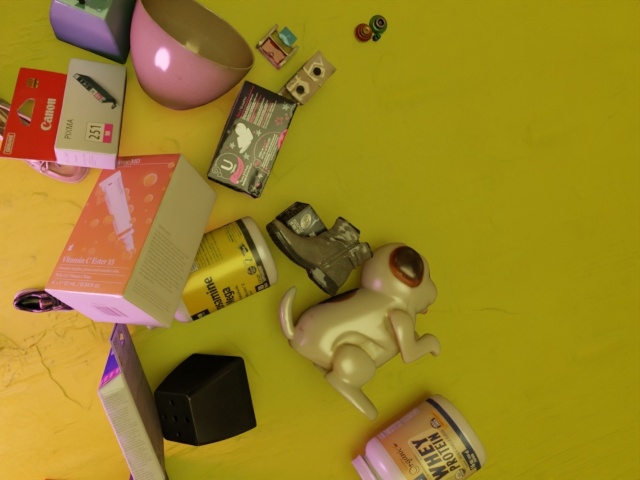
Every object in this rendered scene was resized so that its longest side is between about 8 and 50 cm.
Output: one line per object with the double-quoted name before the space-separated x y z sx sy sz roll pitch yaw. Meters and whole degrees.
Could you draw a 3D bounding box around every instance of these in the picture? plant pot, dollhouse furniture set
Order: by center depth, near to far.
"plant pot" -0.503 -0.523 1.246 0.165 0.234 0.166 18 91 -15
"plant pot" -0.322 -0.419 1.309 0.284 0.284 0.191 31 122 -15
"plant pot" -0.293 0.397 1.371 0.167 0.187 0.188 -19 101 -54
"dollhouse furniture set" -0.082 -0.441 1.415 0.183 0.129 0.129 43 84 -15

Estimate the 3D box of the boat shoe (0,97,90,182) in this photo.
"boat shoe" -0.675 -0.231 1.300 0.285 0.089 0.105 34 86 -14

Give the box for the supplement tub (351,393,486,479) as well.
"supplement tub" 0.268 0.602 1.545 0.316 0.228 0.228 -33 102 -10

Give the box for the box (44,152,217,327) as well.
"box" -0.403 -0.003 1.239 0.215 0.168 0.345 1 60 23

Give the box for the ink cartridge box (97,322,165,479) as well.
"ink cartridge box" -0.443 0.348 1.290 0.071 0.324 0.330 -21 99 -14

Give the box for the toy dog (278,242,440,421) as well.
"toy dog" 0.131 0.190 1.480 0.395 0.284 0.408 42 82 4

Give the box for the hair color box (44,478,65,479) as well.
"hair color box" -0.670 0.677 1.405 0.072 0.043 0.141 11 91 -15

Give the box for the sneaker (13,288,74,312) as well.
"sneaker" -0.645 0.148 1.348 0.178 0.077 0.072 -9 98 -14

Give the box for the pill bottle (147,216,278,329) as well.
"pill bottle" -0.287 0.086 1.378 0.334 0.188 0.188 -24 100 -11

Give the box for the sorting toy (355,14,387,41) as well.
"sorting toy" 0.144 -0.569 1.507 0.102 0.042 0.061 -34 102 -10

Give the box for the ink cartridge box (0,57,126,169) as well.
"ink cartridge box" -0.571 -0.296 1.263 0.238 0.060 0.275 4 59 -18

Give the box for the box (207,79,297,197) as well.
"box" -0.176 -0.244 1.391 0.142 0.163 0.247 23 89 -12

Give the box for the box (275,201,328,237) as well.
"box" -0.033 -0.017 1.438 0.077 0.180 0.147 -37 102 -7

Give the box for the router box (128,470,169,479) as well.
"router box" -0.394 0.706 1.342 0.081 0.309 0.243 -18 99 -9

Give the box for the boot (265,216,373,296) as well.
"boot" 0.000 0.000 1.323 0.246 0.083 0.161 45 79 -19
